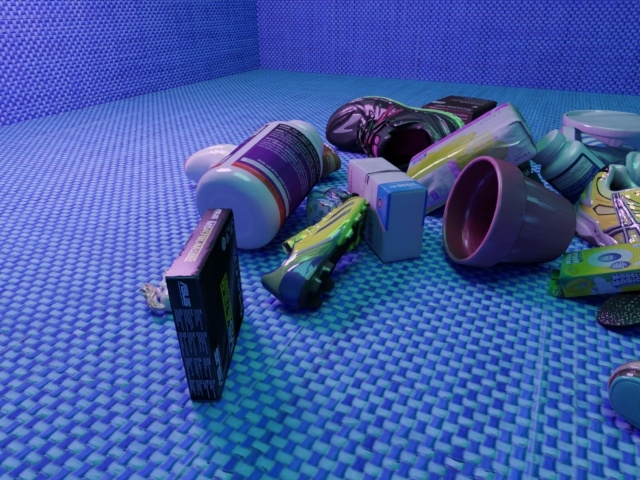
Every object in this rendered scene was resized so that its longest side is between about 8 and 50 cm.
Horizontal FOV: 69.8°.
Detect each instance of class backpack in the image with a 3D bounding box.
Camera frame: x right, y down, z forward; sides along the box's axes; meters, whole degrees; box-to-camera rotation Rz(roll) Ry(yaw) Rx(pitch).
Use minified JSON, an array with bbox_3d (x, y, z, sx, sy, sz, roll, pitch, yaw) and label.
[{"bbox_3d":[0.017,-0.060,0.967,0.084,0.105,0.114,-21,33,-33],"label":"backpack"}]

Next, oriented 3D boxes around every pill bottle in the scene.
[{"bbox_3d":[0.585,-0.165,1.070,0.186,0.112,0.112,42,34,-2],"label":"pill bottle"},{"bbox_3d":[-0.110,-0.138,0.986,0.181,0.182,0.323,11,40,21],"label":"pill bottle"}]

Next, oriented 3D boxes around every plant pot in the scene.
[{"bbox_3d":[0.354,-0.039,0.856,0.180,0.202,0.201,12,26,-11],"label":"plant pot"}]

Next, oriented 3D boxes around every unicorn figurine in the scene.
[{"bbox_3d":[-0.210,0.080,0.765,0.161,0.060,0.111,-28,36,-15],"label":"unicorn figurine"}]

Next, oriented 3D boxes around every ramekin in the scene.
[{"bbox_3d":[0.889,-0.317,1.430,0.272,0.127,0.273,0,28,0],"label":"ramekin"}]

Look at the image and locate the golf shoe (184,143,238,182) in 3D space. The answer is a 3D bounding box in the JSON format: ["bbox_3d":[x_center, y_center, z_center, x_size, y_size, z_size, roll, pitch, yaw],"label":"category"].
[{"bbox_3d":[-0.213,-0.176,1.186,0.305,0.116,0.140,1,31,5],"label":"golf shoe"}]

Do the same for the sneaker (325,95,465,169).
[{"bbox_3d":[0.194,-0.322,1.384,0.482,0.186,0.202,15,36,37],"label":"sneaker"}]

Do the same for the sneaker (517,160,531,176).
[{"bbox_3d":[0.440,-0.131,1.082,0.110,0.122,0.300,9,29,18],"label":"sneaker"}]

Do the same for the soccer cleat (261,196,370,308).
[{"bbox_3d":[0.000,-0.001,0.822,0.121,0.094,0.289,19,46,19],"label":"soccer cleat"}]

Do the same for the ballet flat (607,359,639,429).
[{"bbox_3d":[0.465,0.214,0.456,0.106,0.108,0.316,-9,30,-31],"label":"ballet flat"}]

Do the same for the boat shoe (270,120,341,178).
[{"bbox_3d":[-0.052,-0.265,1.361,0.119,0.123,0.324,-10,37,-29],"label":"boat shoe"}]

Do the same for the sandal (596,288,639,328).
[{"bbox_3d":[0.518,0.097,0.718,0.179,0.040,0.067,-27,28,-9],"label":"sandal"}]

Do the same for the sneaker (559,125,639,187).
[{"bbox_3d":[0.773,-0.215,1.261,0.236,0.130,0.323,18,27,13],"label":"sneaker"}]

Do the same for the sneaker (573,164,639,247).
[{"bbox_3d":[0.610,-0.018,0.842,0.145,0.147,0.385,-4,30,-12],"label":"sneaker"}]

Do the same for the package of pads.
[{"bbox_3d":[0.344,-0.198,1.088,0.296,0.101,0.229,-30,15,27],"label":"package of pads"}]

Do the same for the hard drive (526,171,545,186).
[{"bbox_3d":[0.477,-0.079,0.992,0.094,0.135,0.022,-27,-5,-41],"label":"hard drive"}]

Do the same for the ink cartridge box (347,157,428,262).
[{"bbox_3d":[0.128,-0.070,0.940,0.085,0.148,0.203,-8,30,-15],"label":"ink cartridge box"}]

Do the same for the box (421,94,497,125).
[{"bbox_3d":[0.432,-0.351,1.450,0.168,0.167,0.203,20,34,34],"label":"box"}]

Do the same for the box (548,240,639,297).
[{"bbox_3d":[0.480,0.047,0.772,0.179,0.043,0.105,-16,15,36],"label":"box"}]

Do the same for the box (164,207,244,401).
[{"bbox_3d":[-0.144,0.078,0.614,0.045,0.191,0.184,-1,27,0],"label":"box"}]
